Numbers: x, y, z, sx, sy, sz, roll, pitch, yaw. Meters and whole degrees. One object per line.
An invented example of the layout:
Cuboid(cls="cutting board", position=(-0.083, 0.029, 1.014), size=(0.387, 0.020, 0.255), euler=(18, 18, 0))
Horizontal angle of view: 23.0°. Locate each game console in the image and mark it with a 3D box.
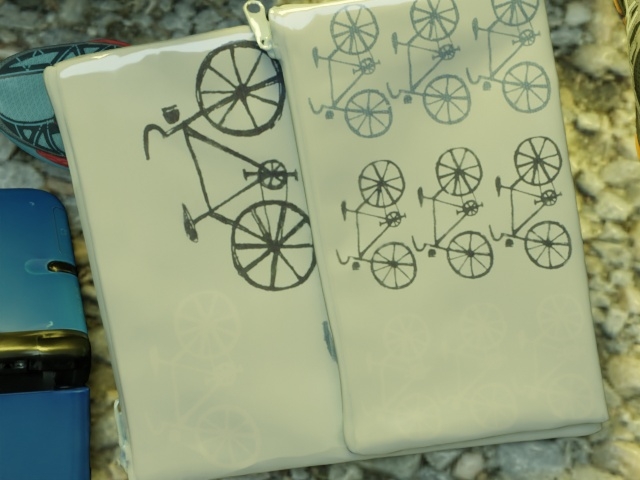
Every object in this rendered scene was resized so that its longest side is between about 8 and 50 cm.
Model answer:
Cuboid(cls="game console", position=(-0.316, 0.108, 1.101), size=(0.293, 0.173, 0.250), euler=(-2, 45, -17))

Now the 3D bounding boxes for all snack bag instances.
Cuboid(cls="snack bag", position=(0.000, 0.000, 1.040), size=(0.342, 0.037, 0.323), euler=(-8, 103, 8))

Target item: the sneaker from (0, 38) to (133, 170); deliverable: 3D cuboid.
Cuboid(cls="sneaker", position=(-0.124, -0.105, 1.115), size=(0.262, 0.125, 0.104), euler=(8, 77, 12))

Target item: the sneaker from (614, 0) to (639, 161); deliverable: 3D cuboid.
Cuboid(cls="sneaker", position=(0.245, -0.148, 1.073), size=(0.084, 0.083, 0.215), euler=(-8, 75, 11))
